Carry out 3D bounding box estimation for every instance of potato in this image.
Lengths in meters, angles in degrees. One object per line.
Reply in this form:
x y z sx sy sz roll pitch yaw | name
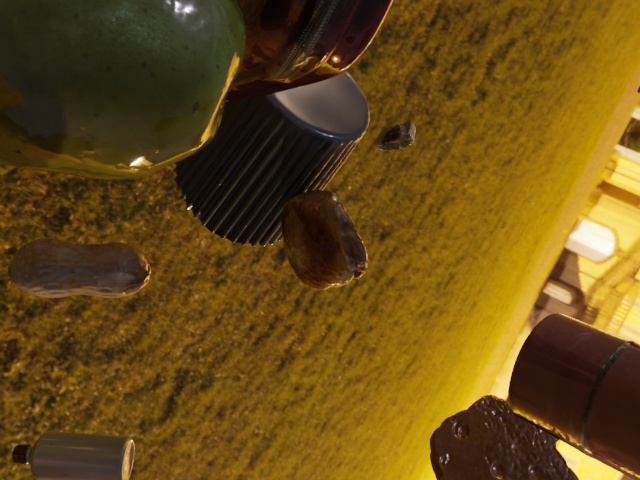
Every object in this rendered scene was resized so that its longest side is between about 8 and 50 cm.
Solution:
-0.210 -0.155 0.441 0.216 0.304 0.216 -155 -90 -86 | potato

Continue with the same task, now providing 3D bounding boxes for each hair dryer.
0.382 0.196 0.701 0.352 0.210 0.126 22 90 -46 | hair dryer

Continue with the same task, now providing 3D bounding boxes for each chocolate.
-0.518 0.059 1.337 0.134 0.308 0.134 0 90 -86 | chocolate

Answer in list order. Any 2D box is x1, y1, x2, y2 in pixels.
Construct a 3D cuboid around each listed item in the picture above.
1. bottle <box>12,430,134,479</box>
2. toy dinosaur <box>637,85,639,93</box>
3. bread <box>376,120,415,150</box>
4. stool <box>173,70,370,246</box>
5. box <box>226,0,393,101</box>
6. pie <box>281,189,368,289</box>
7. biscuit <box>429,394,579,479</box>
-0.533 0.466 1.341 0.104 0.245 0.104 -175 -90 -89 | bottle
0.557 -0.278 0.817 0.392 0.092 0.206 -18 150 -10 | toy dinosaur
0.166 -0.227 1.361 0.035 0.083 0.070 59 33 -31 | bread
-0.095 -0.196 1.237 0.297 0.297 0.330 -42 177 -46 | stool
-0.032 -0.278 0.639 0.404 0.108 0.263 17 -89 67 | box
0.000 0.000 1.137 0.084 0.205 0.179 -32 113 -36 | pie
0.344 0.445 1.209 0.375 0.269 0.051 -32 155 -31 | biscuit
